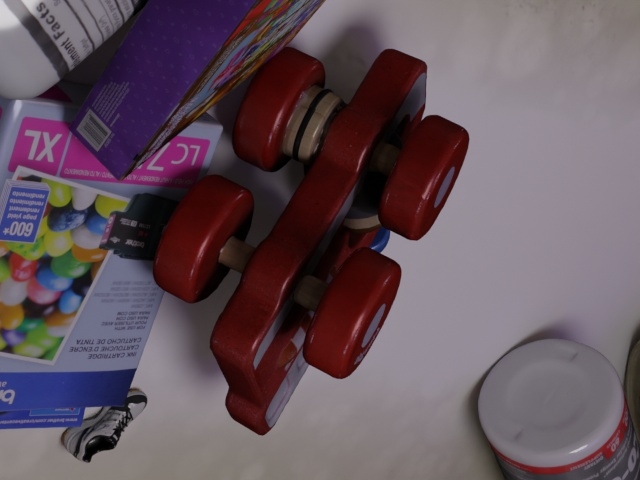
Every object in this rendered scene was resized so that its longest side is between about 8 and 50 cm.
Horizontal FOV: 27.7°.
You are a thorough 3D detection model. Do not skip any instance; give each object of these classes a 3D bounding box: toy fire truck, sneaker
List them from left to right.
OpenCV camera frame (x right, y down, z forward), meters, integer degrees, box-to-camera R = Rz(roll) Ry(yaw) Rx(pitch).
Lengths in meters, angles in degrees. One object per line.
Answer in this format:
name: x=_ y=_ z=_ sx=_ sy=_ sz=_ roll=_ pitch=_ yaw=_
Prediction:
sneaker: x=-0.182 y=0.165 z=1.136 sx=0.083 sy=0.037 sz=0.032 roll=-36 pitch=134 yaw=-18
toy fire truck: x=0.000 y=0.000 z=1.080 sx=0.302 sy=0.169 sz=0.254 roll=-61 pitch=168 yaw=-18

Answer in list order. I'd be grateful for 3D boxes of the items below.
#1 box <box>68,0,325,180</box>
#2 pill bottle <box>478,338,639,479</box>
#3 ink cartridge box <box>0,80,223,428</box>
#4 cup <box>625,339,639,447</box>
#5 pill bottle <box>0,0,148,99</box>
box: x=-0.037 y=-0.168 z=0.839 sx=0.201 sy=0.057 sz=0.293 roll=-45 pitch=-177 yaw=-34
pill bottle: x=0.292 y=0.255 z=1.515 sx=0.161 sy=0.161 sz=0.283 roll=-40 pitch=137 yaw=-11
ink cartridge box: x=-0.208 y=0.031 z=1.002 sx=0.186 sy=0.065 sz=0.311 roll=4 pitch=117 yaw=-42
cup: x=0.513 y=0.196 z=1.587 sx=0.237 sy=0.331 sz=0.331 roll=-5 pitch=126 yaw=-5
pill bottle: x=-0.175 y=-0.197 z=0.777 sx=0.318 sy=0.176 sz=0.176 roll=-43 pitch=138 yaw=-8
